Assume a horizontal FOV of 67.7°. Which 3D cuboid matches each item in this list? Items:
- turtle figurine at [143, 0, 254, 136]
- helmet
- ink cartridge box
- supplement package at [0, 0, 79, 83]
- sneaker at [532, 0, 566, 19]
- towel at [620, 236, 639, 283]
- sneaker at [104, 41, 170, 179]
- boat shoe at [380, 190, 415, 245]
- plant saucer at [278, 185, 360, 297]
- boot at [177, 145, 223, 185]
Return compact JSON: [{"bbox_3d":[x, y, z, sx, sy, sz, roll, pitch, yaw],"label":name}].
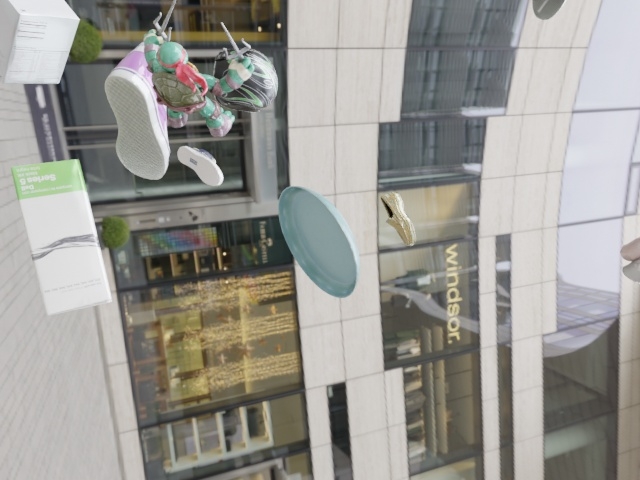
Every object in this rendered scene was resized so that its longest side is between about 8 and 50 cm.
[{"bbox_3d":[-0.197,-0.241,0.705,0.118,0.175,0.234,-59,176,-18],"label":"turtle figurine"},{"bbox_3d":[-0.196,-0.431,1.289,0.169,0.162,0.169,9,90,-90],"label":"helmet"},{"bbox_3d":[-0.502,-0.001,0.935,0.198,0.115,0.272,-9,-87,63],"label":"ink cartridge box"},{"bbox_3d":[-0.741,-0.533,1.183,0.194,0.149,0.203,51,-54,9],"label":"supplement package"},{"bbox_3d":[0.380,-0.428,0.748,0.054,0.061,0.152,29,-43,27],"label":"sneaker"},{"bbox_3d":[0.547,0.011,0.462,0.317,0.332,0.053,120,-11,-59],"label":"towel"},{"bbox_3d":[-0.329,-0.252,0.941,0.282,0.102,0.161,114,-9,-54],"label":"sneaker"},{"bbox_3d":[0.244,-0.065,1.543,0.068,0.072,0.189,116,-43,-63],"label":"boat shoe"},{"bbox_3d":[0.000,0.000,1.228,0.318,0.044,0.317,40,-34,35],"label":"plant saucer"},{"bbox_3d":[-0.334,-0.225,1.423,0.190,0.086,0.069,39,-64,23],"label":"boot"}]
